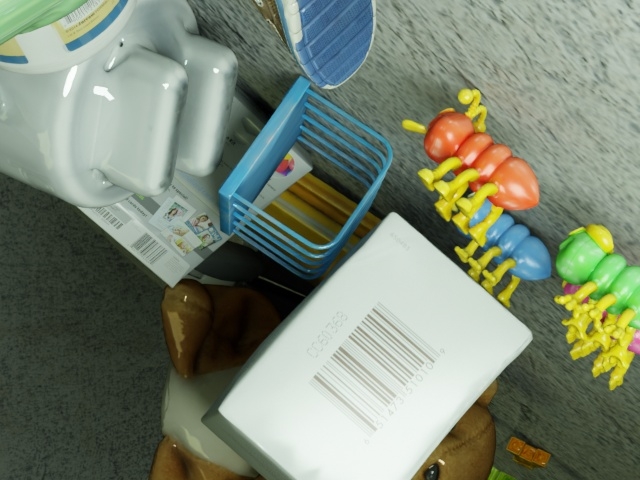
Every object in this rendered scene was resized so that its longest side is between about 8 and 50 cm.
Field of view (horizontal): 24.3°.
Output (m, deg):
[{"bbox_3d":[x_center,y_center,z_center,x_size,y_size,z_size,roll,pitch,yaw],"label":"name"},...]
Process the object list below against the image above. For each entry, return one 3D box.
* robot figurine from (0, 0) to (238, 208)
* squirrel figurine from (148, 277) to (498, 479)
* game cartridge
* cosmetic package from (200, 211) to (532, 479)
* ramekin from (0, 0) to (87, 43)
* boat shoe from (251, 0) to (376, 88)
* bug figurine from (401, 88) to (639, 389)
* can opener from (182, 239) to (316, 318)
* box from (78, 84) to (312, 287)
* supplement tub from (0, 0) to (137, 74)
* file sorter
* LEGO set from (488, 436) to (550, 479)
[{"bbox_3d":[-0.244,-0.154,1.256,0.353,0.199,0.300,24,-157,24],"label":"robot figurine"},{"bbox_3d":[0.019,0.199,1.716,0.371,0.281,0.397,7,-178,7],"label":"squirrel figurine"},{"bbox_3d":[0.000,0.000,1.588,0.285,0.052,0.323,33,171,5],"label":"game cartridge"},{"bbox_3d":[0.022,0.124,1.299,0.156,0.217,0.385,41,172,2],"label":"cosmetic package"},{"bbox_3d":[-0.269,-0.226,0.847,0.303,0.148,0.303,17,131,20],"label":"ramekin"},{"bbox_3d":[-0.019,-0.170,0.909,0.066,0.066,0.183,36,161,37],"label":"boat shoe"},{"bbox_3d":[0.155,0.006,1.032,0.216,0.072,0.279,41,176,18],"label":"bug figurine"},{"bbox_3d":[-0.066,0.055,1.783,0.283,0.076,0.095,25,-166,-38],"label":"can opener"},{"bbox_3d":[-0.124,-0.062,1.397,0.145,0.186,0.038,42,-160,-24],"label":"box"},{"bbox_3d":[-0.222,-0.230,1.055,0.144,0.144,0.199,32,160,29],"label":"supplement tub"},{"bbox_3d":[-0.013,-0.044,1.273,0.104,0.118,0.170,35,170,3],"label":"file sorter"},{"bbox_3d":[0.246,0.299,2.009,0.227,0.087,0.093,27,169,22],"label":"LEGO set"}]
